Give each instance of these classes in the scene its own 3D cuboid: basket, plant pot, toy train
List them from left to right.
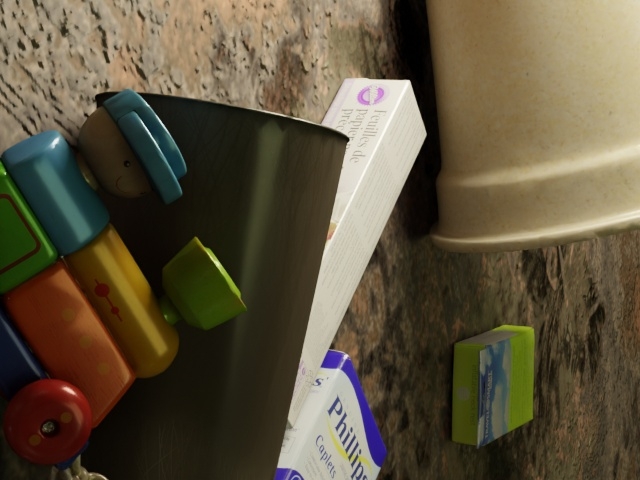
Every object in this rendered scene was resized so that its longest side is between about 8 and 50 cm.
[{"bbox_3d":[-0.098,0.055,0.675,0.143,0.105,0.248,-32,109,-8],"label":"toy train"},{"bbox_3d":[-0.075,0.037,0.791,0.204,0.154,0.226,86,13,-89],"label":"basket"},{"bbox_3d":[0.230,-0.181,1.227,0.334,0.334,0.305,-29,106,-59],"label":"plant pot"}]

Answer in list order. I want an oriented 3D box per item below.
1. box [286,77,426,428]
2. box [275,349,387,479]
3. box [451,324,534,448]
[{"bbox_3d":[0.000,0.000,1.025,0.324,0.063,0.067,-64,147,-36],"label":"box"},{"bbox_3d":[-0.017,0.171,1.002,0.137,0.072,0.126,-63,145,-39],"label":"box"},{"bbox_3d":[0.187,0.156,1.425,0.178,0.042,0.109,-7,99,-62],"label":"box"}]
